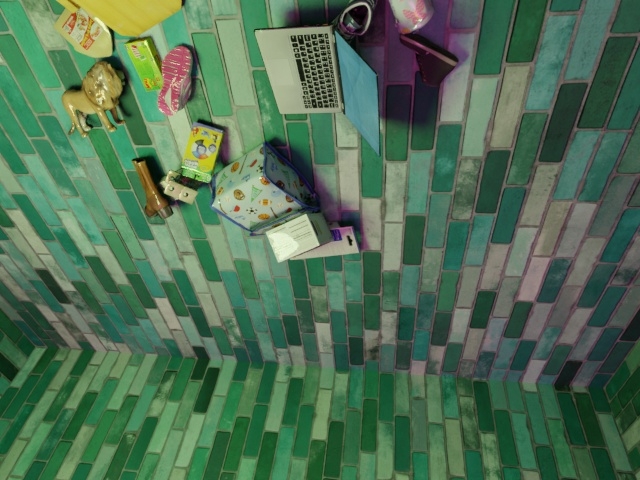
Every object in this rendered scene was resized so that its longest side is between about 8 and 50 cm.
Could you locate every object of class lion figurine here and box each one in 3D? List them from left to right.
[{"bbox_3d":[-0.922,-0.550,1.746,0.391,0.142,0.240,-6,125,21],"label":"lion figurine"}]

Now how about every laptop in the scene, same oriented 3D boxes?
[{"bbox_3d":[0.000,-0.489,1.492,0.406,0.237,0.382,1,153,10],"label":"laptop"}]

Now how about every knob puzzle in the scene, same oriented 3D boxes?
[{"bbox_3d":[-0.840,-0.757,1.605,0.212,0.030,0.213,5,133,5],"label":"knob puzzle"}]

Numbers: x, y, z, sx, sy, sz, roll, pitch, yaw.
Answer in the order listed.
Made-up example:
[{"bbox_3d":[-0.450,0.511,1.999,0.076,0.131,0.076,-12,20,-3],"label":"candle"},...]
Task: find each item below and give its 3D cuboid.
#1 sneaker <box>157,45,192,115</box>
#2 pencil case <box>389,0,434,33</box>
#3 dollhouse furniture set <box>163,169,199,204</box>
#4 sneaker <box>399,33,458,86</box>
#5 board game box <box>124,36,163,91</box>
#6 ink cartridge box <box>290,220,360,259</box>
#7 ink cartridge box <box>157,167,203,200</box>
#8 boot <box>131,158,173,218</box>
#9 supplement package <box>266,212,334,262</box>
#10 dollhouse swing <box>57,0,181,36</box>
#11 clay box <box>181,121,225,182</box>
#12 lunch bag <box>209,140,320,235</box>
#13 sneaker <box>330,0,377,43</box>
[{"bbox_3d":[-0.537,-0.600,1.656,0.102,0.111,0.253,24,111,-2],"label":"sneaker"},{"bbox_3d":[0.240,-0.774,1.340,0.124,0.114,0.273,-5,136,42],"label":"pencil case"},{"bbox_3d":[-0.573,-0.281,1.885,0.128,0.129,0.184,23,110,-28],"label":"dollhouse furniture set"},{"bbox_3d":[0.346,-0.608,1.498,0.221,0.083,0.118,23,133,-13],"label":"sneaker"},{"bbox_3d":[-0.646,-0.659,1.654,0.092,0.043,0.182,-3,132,13],"label":"board game box"},{"bbox_3d":[0.000,0.000,2.153,0.370,0.069,0.176,-5,131,18],"label":"ink cartridge box"},{"bbox_3d":[-0.625,-0.266,2.011,0.209,0.062,0.109,-17,127,24],"label":"ink cartridge box"},{"bbox_3d":[-0.806,-0.238,2.031,0.264,0.096,0.281,19,136,57],"label":"boot"},{"bbox_3d":[-0.083,-0.018,1.960,0.203,0.262,0.145,-23,89,16],"label":"supplement package"},{"bbox_3d":[-0.665,-0.902,1.417,0.346,0.305,0.316,-17,87,24],"label":"dollhouse swing"},{"bbox_3d":[-0.487,-0.361,1.816,0.127,0.053,0.222,16,92,-5],"label":"clay box"},{"bbox_3d":[-0.229,-0.180,1.916,0.327,0.239,0.385,-23,142,27],"label":"lunch bag"},{"bbox_3d":[0.078,-0.675,1.433,0.099,0.153,0.282,30,131,-17],"label":"sneaker"}]
